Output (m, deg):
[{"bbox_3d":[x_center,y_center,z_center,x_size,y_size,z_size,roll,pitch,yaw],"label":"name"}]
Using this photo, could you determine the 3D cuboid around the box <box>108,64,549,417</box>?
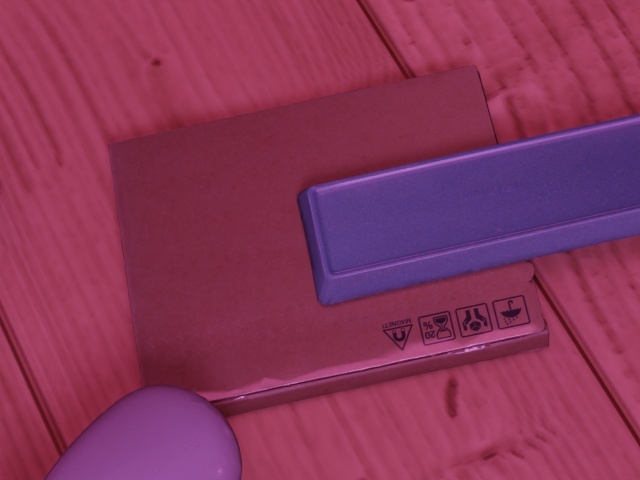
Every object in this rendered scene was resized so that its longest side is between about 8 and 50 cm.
[{"bbox_3d":[0.000,0.000,0.957,0.201,0.021,0.164,-12,60,1],"label":"box"}]

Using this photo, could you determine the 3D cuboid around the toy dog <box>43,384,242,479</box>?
[{"bbox_3d":[-0.172,0.209,0.819,0.334,0.161,0.220,-16,56,-18],"label":"toy dog"}]

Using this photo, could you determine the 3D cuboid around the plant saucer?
[{"bbox_3d":[0.086,-0.020,0.934,0.192,0.018,0.067,-12,60,0],"label":"plant saucer"}]
